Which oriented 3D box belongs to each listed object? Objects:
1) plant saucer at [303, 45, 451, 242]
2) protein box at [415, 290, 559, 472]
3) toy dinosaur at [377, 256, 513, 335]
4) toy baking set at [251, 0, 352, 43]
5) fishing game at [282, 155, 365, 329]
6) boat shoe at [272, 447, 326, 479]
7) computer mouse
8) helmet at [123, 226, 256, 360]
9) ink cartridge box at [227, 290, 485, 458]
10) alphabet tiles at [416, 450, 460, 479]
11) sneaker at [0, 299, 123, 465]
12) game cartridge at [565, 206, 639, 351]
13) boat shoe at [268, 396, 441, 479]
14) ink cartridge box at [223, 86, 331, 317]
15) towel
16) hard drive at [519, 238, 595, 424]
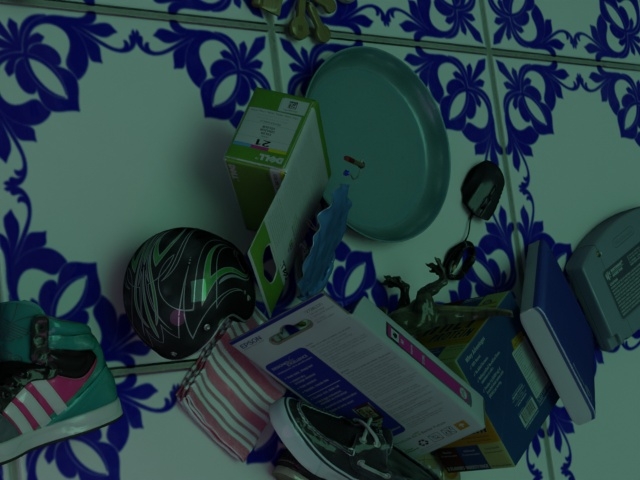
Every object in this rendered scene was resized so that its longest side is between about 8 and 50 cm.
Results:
[{"bbox_3d":[0.082,-0.150,2.035,0.317,0.043,0.318,10,74,-39],"label":"plant saucer"},{"bbox_3d":[0.250,0.222,2.016,0.200,0.136,0.201,-45,111,-43],"label":"protein box"},{"bbox_3d":[0.153,0.097,1.974,0.064,0.268,0.118,75,5,-58],"label":"toy dinosaur"},{"bbox_3d":[-0.026,-0.422,2.017,0.197,0.030,0.256,49,54,-25],"label":"toy baking set"},{"bbox_3d":[0.000,0.000,1.853,0.189,0.041,0.264,2,108,-77],"label":"fishing game"},{"bbox_3d":[0.024,0.357,1.850,0.206,0.075,0.065,36,62,-24],"label":"boat shoe"},{"bbox_3d":[0.263,-0.036,2.165,0.071,0.041,0.242,37,59,-30],"label":"computer mouse"},{"bbox_3d":[-0.180,0.068,1.683,0.161,0.169,0.170,-12,88,-57],"label":"helmet"},{"bbox_3d":[0.058,0.189,1.819,0.371,0.175,0.069,40,35,-33],"label":"ink cartridge box"},{"bbox_3d":[0.147,0.343,2.001,0.198,0.009,0.237,5,77,-40],"label":"alphabet tiles"},{"bbox_3d":[-0.371,0.163,1.519,0.295,0.123,0.179,-15,95,-49],"label":"sneaker"},{"bbox_3d":[0.575,0.055,2.404,0.297,0.062,0.198,-32,97,-40],"label":"game cartridge"},{"bbox_3d":[0.056,0.296,1.813,0.301,0.102,0.108,41,20,-26],"label":"boat shoe"},{"bbox_3d":[-0.078,-0.053,1.780,0.189,0.097,0.255,78,31,-58],"label":"ink cartridge box"},{"bbox_3d":[-0.107,0.194,1.804,0.144,0.029,0.197,49,53,-23],"label":"towel"},{"bbox_3d":[0.399,0.144,2.135,0.210,0.040,0.319,61,19,-12],"label":"hard drive"}]
